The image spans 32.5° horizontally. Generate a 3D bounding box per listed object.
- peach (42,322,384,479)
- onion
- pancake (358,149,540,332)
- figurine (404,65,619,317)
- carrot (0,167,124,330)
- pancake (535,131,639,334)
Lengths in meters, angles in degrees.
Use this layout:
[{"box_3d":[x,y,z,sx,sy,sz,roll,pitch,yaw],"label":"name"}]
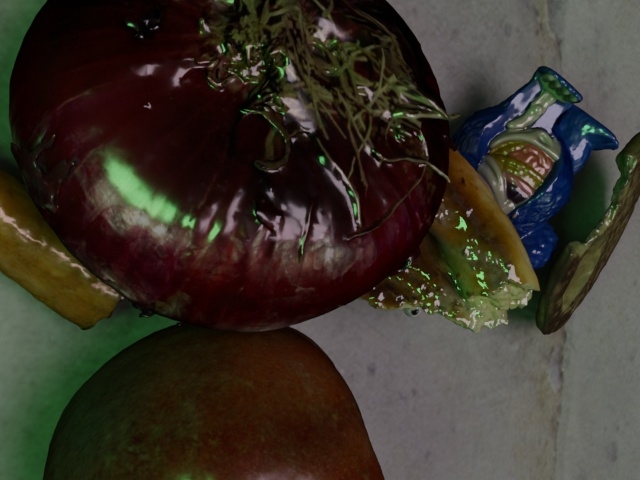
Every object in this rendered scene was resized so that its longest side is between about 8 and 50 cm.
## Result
[{"box_3d":[-0.077,0.172,0.778,0.252,0.252,0.252,-5,98,-37],"label":"peach"},{"box_3d":[-0.067,-0.074,0.769,0.314,0.232,0.314,13,56,-21],"label":"onion"},{"box_3d":[0.021,-0.002,0.891,0.244,0.057,0.266,-34,83,-9],"label":"pancake"},{"box_3d":[0.155,-0.041,1.024,0.262,0.121,0.164,-39,118,-10],"label":"figurine"},{"box_3d":[-0.222,-0.021,0.755,0.205,0.072,0.072,42,70,-30],"label":"carrot"},{"box_3d":[0.282,-0.005,1.105,0.235,0.029,0.212,-55,160,-13],"label":"pancake"}]
